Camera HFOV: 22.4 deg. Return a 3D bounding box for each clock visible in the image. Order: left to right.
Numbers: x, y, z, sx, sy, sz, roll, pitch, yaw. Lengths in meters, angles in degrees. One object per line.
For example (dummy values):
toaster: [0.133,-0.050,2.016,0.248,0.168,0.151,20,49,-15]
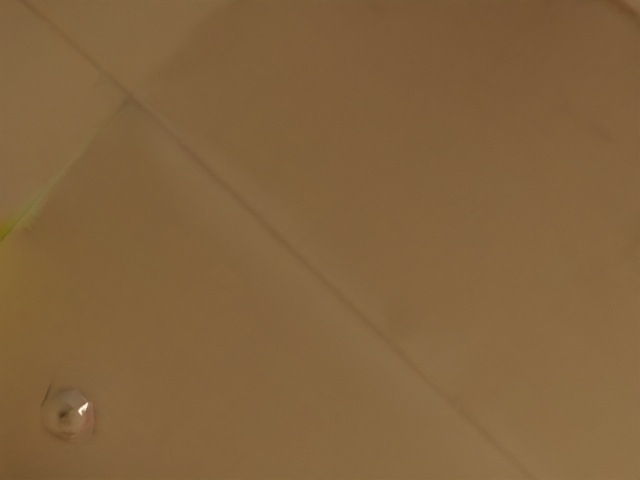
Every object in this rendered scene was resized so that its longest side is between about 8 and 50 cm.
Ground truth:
clock: [0.000,0.000,0.534,0.368,0.250,0.377,44,-2,-11]
